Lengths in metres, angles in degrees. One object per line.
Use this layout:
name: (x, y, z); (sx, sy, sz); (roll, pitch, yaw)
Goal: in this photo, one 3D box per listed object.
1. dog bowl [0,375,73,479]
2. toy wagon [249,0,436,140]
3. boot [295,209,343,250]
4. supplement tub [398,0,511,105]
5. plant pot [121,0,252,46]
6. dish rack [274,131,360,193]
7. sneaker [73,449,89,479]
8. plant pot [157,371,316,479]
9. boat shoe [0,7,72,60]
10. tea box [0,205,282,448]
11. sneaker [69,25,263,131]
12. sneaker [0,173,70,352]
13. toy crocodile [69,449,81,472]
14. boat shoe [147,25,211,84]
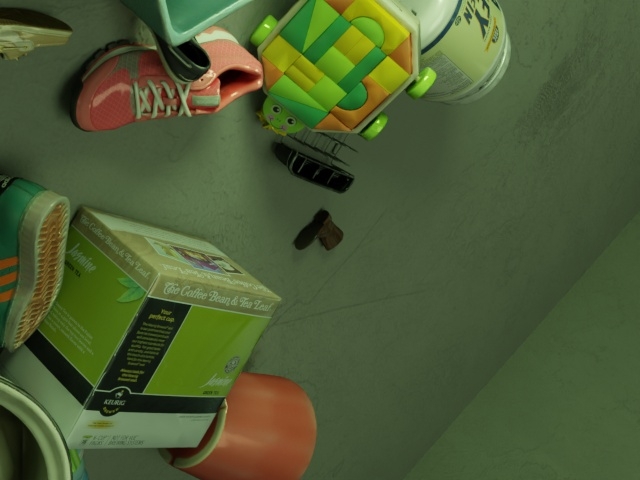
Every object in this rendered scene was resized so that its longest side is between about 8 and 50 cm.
dog bowl: (-0.571, 0.344, 1.295); (0.408, 0.150, 0.408); (-8, 108, -26)
toy wagon: (0.010, -0.274, 1.508); (0.344, 0.267, 0.068); (-40, -162, 36)
boot: (0.000, 0.000, 1.943); (0.106, 0.037, 0.114); (-47, 151, -8)
supplement tub: (0.194, -0.387, 1.649); (0.325, 0.235, 0.235); (20, 103, -57)
plant pot: (-0.183, -0.435, 1.104); (0.247, 0.252, 0.247); (-37, 144, -24)
dish rack: (0.036, -0.237, 1.734); (0.208, 0.074, 0.271); (16, 106, -57)
sneaker: (-0.536, 0.488, 1.613); (0.319, 0.127, 0.208); (-34, 141, -27)
plant pot: (-0.187, 0.383, 1.863); (0.243, 0.275, 0.275); (28, 96, -48)
boat shoe: (-0.402, -0.259, 1.168); (0.170, 0.063, 0.059); (-5, 127, -39)
tea box: (-0.296, 0.156, 1.529); (0.323, 0.220, 0.329); (-58, 148, 8)
sneaker: (-0.217, -0.232, 1.354); (0.314, 0.136, 0.116); (-29, 139, -34)
sneaker: (-0.449, 0.030, 1.332); (0.108, 0.121, 0.302); (-51, 166, -55)
toy crocodile: (-0.554, 0.407, 1.469); (0.341, 0.105, 0.115); (-27, 115, -20)
boat shoe: (-0.213, -0.318, 1.269); (0.075, 0.065, 0.206); (-38, 110, -33)
